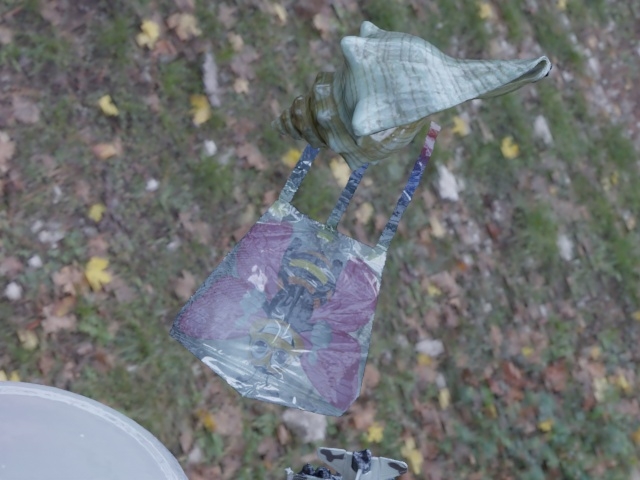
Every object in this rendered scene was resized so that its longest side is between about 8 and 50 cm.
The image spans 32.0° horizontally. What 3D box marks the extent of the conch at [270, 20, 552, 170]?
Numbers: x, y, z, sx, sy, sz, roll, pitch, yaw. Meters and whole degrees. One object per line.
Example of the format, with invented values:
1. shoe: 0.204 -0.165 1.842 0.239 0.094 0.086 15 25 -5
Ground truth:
1. conch: 0.050 -0.129 0.931 0.137 0.234 0.114 -29 94 -41

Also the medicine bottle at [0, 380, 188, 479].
1. medicine bottle: -0.214 0.275 0.690 0.256 0.324 0.256 14 26 -7

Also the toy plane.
1. toy plane: 0.042 0.279 1.180 0.234 0.160 0.082 87 13 -54

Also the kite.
1. kite: 0.001 -0.001 1.159 0.204 0.022 0.360 26 76 -6
